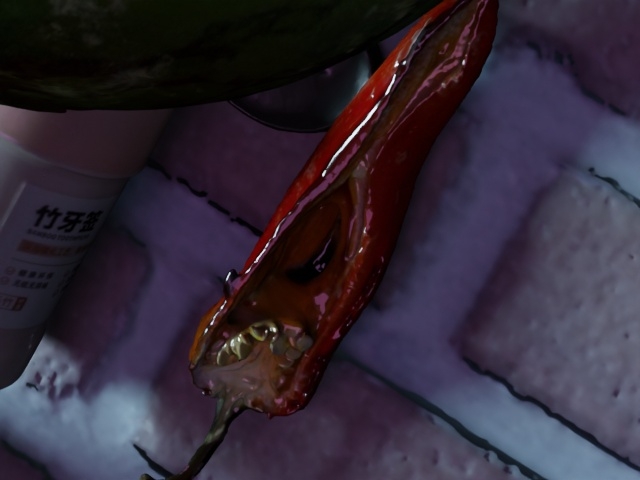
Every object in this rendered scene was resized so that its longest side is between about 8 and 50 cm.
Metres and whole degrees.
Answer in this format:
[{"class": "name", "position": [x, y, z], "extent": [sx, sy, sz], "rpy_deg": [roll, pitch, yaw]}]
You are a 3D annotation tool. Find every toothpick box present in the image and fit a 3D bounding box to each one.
[{"class": "toothpick box", "position": [-0.135, -0.023, 0.789], "extent": [0.098, 0.098, 0.149], "rpy_deg": [37, 110, 12]}]

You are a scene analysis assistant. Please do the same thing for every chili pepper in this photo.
[{"class": "chili pepper", "position": [0.000, 0.000, 0.766], "extent": [0.059, 0.050, 0.268], "rpy_deg": [26, 108, -10]}]

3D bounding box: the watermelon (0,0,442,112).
[{"class": "watermelon", "position": [-0.054, -0.219, 0.600], "extent": [0.363, 0.363, 0.363], "rpy_deg": [4, 101, 21]}]

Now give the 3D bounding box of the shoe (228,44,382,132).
[{"class": "shoe", "position": [-0.049, -0.115, 0.766], "extent": [0.071, 0.049, 0.179], "rpy_deg": [-37, 85, 23]}]
